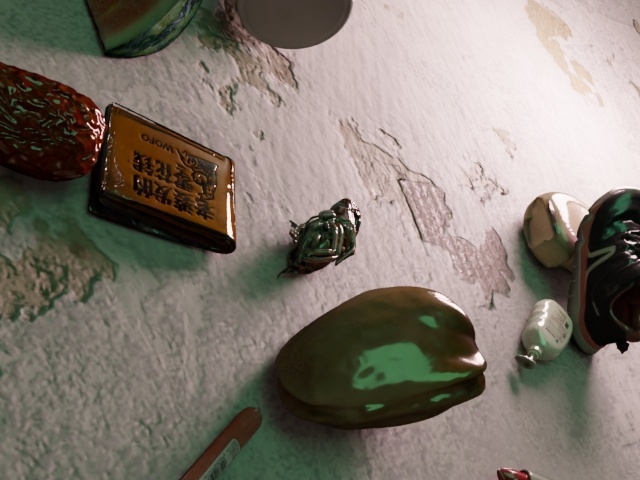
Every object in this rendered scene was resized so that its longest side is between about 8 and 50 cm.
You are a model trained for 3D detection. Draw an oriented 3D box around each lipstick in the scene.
[{"bbox_3d":[0.308,0.343,1.272,0.186,0.057,0.063,25,44,-18],"label":"lipstick"}]

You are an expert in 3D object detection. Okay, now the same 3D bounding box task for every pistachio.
[{"bbox_3d":[0.063,0.140,1.143,0.261,0.162,0.213,-4,20,-24],"label":"pistachio"}]

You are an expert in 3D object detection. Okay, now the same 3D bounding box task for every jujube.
[{"bbox_3d":[-0.327,-0.132,1.043,0.176,0.109,0.112,21,9,-19],"label":"jujube"}]

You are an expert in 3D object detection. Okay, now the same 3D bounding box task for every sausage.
[{"bbox_3d":[-0.119,0.238,0.979,0.029,0.029,0.223,47,39,-1],"label":"sausage"}]

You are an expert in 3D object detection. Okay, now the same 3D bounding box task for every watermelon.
[{"bbox_3d":[-0.253,-0.323,1.317,0.202,0.136,0.207,23,61,29],"label":"watermelon"}]

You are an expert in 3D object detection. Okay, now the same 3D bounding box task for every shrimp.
[{"bbox_3d":[-0.001,0.001,1.260,0.190,0.075,0.073,-37,118,-41],"label":"shrimp"}]

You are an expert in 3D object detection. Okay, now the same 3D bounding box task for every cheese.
[{"bbox_3d":[0.481,0.012,1.684,0.286,0.082,0.163,23,47,-29],"label":"cheese"}]

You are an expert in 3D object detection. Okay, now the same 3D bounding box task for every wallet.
[{"bbox_3d":[-0.187,-0.074,1.167,0.196,0.042,0.161,21,45,-29],"label":"wallet"}]

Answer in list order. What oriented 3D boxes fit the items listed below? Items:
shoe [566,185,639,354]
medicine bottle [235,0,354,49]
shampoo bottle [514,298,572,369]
[{"bbox_3d":[0.491,0.046,1.539,0.114,0.137,0.290,20,77,-35],"label":"shoe"},{"bbox_3d":[-0.052,-0.480,1.502,0.208,0.208,0.339,20,47,-31],"label":"medicine bottle"},{"bbox_3d":[0.344,0.154,1.465,0.077,0.045,0.152,48,37,-2],"label":"shampoo bottle"}]
